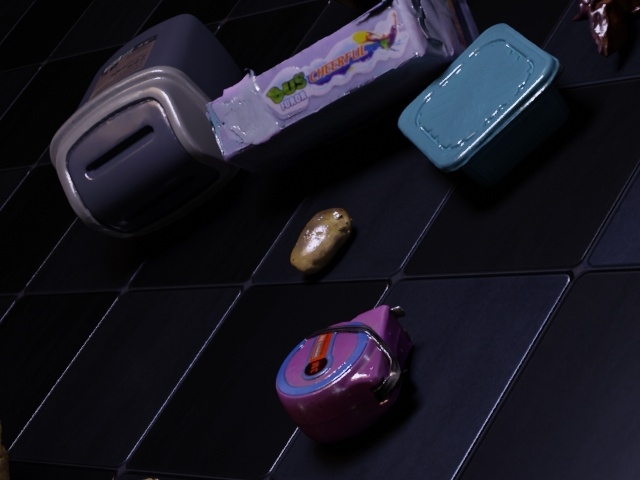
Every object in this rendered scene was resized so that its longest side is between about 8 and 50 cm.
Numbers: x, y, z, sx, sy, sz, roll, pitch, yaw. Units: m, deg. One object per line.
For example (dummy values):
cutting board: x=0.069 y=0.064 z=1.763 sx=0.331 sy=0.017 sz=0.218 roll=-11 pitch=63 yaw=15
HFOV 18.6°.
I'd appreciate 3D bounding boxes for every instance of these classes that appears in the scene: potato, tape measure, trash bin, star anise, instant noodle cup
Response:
potato: x=0.000 y=0.000 z=2.030 sx=0.083 sy=0.040 sz=0.051 roll=-52 pitch=22 yaw=-21
tape measure: x=0.025 y=0.125 z=1.774 sx=0.125 sy=0.074 sz=0.118 roll=-24 pitch=26 yaw=25
trash bin: x=-0.201 y=-0.137 z=2.371 sx=0.209 sy=0.182 sz=0.290 roll=-33 pitch=22 yaw=21
star anise: x=0.280 y=-0.276 z=1.949 sx=0.140 sy=0.144 sz=0.158 roll=-38 pitch=24 yaw=-10
instant noodle cup: x=0.170 y=-0.128 z=1.954 sx=0.157 sy=0.070 sz=0.179 roll=-43 pitch=26 yaw=3

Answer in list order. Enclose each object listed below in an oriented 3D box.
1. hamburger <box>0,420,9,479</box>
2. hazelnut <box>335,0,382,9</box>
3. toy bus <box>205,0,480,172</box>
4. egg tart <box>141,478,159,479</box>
hamburger: x=-0.447 y=0.271 z=2.149 sx=0.124 sy=0.131 sz=0.262 roll=-19 pitch=0 yaw=-41
hazelnut: x=0.081 y=-0.361 z=2.362 sx=0.170 sy=0.160 sz=0.202 roll=-15 pitch=-2 yaw=24
toy bus: x=0.019 y=-0.170 z=2.123 sx=0.317 sy=0.112 sz=0.138 roll=-28 pitch=-14 yaw=33
egg tart: x=-0.186 y=0.281 z=1.862 sx=0.129 sy=0.049 sz=0.129 roll=-32 pitch=23 yaw=15
